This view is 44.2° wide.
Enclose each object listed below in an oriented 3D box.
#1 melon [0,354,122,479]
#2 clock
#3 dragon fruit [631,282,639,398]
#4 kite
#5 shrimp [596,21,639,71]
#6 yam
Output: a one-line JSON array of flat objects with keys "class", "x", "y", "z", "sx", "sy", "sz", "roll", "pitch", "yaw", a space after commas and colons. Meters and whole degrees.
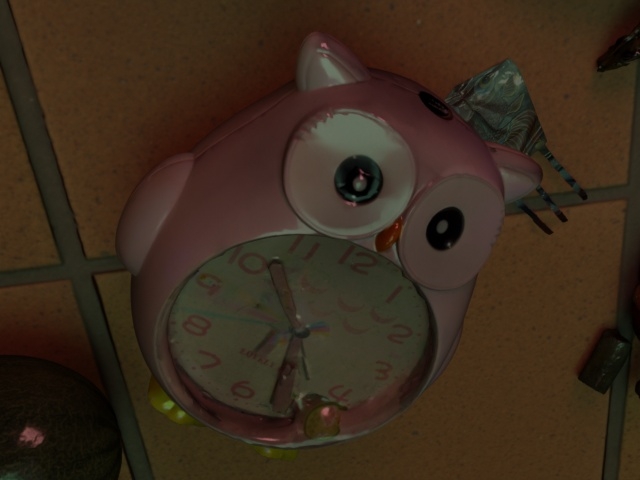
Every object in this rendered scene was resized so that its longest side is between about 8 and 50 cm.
[{"class": "melon", "x": -0.375, "y": 0.249, "z": 0.887, "sx": 0.301, "sy": 0.237, "sz": 0.238, "roll": -10, "pitch": 120, "yaw": -3}, {"class": "clock", "x": 0.000, "y": 0.000, "z": 0.787, "sx": 0.368, "sy": 0.251, "sz": 0.377, "roll": 27, "pitch": 119, "yaw": -19}, {"class": "dragon fruit", "x": 0.440, "y": 0.124, "z": 0.983, "sx": 0.125, "sy": 0.125, "sz": 0.246, "roll": -15, "pitch": 127, "yaw": -21}, {"class": "kite", "x": 0.225, "y": -0.096, "z": 0.893, "sx": 0.229, "sy": 0.016, "sz": 0.127, "roll": 39, "pitch": 111, "yaw": -23}, {"class": "shrimp", "x": 0.396, "y": -0.237, "z": 0.810, "sx": 0.236, "sy": 0.053, "sz": 0.133, "roll": -38, "pitch": 153, "yaw": 22}, {"class": "yam", "x": 0.374, "y": 0.162, "z": 1.037, "sx": 0.043, "sy": 0.043, "sz": 0.094, "roll": 14, "pitch": 115, "yaw": -14}]
